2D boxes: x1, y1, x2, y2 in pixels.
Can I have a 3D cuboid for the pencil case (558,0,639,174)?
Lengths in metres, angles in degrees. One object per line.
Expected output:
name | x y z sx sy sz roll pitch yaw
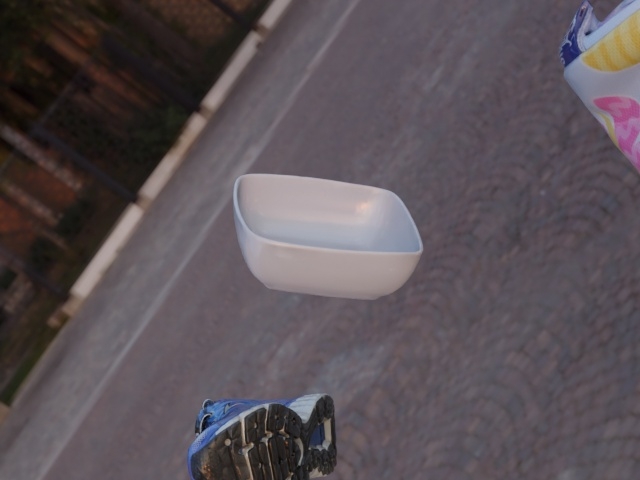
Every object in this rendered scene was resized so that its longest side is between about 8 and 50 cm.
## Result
pencil case | 0.194 0.015 0.390 0.113 0.273 0.124 -32 -3 -4

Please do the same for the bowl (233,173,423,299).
bowl | 0.000 0.000 0.958 0.142 0.142 0.053 -108 27 -65

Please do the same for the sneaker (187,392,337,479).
sneaker | -0.088 0.248 1.439 0.147 0.129 0.330 -6 -5 16
